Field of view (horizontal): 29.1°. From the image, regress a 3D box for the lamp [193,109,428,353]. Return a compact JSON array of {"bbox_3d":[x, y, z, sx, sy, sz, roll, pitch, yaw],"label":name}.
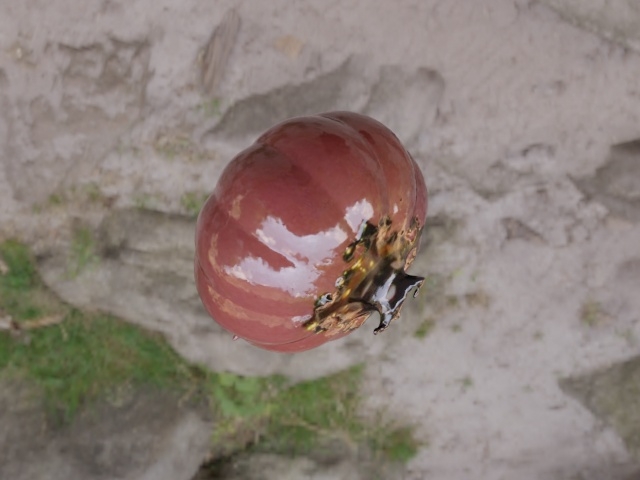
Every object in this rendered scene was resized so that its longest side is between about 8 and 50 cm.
[{"bbox_3d":[0.000,0.000,0.848,0.182,0.140,0.182,-34,147,-27],"label":"lamp"}]
